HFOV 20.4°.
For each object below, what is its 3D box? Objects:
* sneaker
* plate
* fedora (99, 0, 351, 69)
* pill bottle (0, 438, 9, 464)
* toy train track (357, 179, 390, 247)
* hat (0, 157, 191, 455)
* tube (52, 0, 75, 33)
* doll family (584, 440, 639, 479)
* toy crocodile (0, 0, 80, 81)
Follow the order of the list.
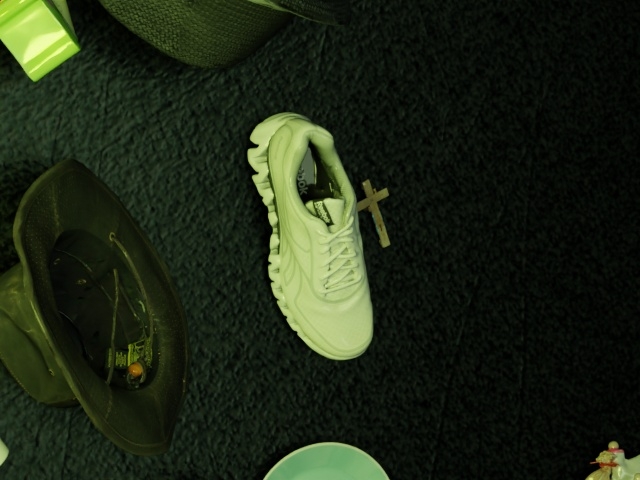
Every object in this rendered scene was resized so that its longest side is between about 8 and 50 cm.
[{"bbox_3d":[0.000,0.000,2.004,0.110,0.118,0.292,-21,102,-22],"label":"sneaker"},{"bbox_3d":[0.001,0.326,2.069,0.188,0.024,0.188,-1,92,-23],"label":"plate"},{"bbox_3d":[-0.131,-0.281,1.882,0.334,0.334,0.152,29,112,-21],"label":"fedora"},{"bbox_3d":[-0.403,0.177,1.854,0.094,0.094,0.169,-41,106,-16],"label":"pill bottle"},{"bbox_3d":[0.062,-0.032,2.084,0.048,0.014,0.083,-28,108,-27],"label":"toy train track"},{"bbox_3d":[-0.265,0.081,1.862,0.134,0.331,0.331,-16,101,20],"label":"hat"},{"bbox_3d":[-0.320,-0.313,1.890,0.070,0.062,0.240,-25,100,-55],"label":"tube"},{"bbox_3d":[0.397,0.381,2.185,0.163,0.118,0.263,-7,95,-22],"label":"doll family"},{"bbox_3d":[-0.359,-0.319,1.810,0.115,0.105,0.340,-29,91,7],"label":"toy crocodile"}]
